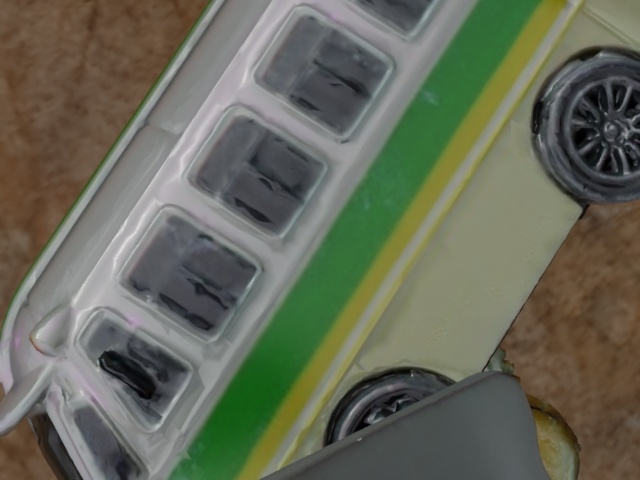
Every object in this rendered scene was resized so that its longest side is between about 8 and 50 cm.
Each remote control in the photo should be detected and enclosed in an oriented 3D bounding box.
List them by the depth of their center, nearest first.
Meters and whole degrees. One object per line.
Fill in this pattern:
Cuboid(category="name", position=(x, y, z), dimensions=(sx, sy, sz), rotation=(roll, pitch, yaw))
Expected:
Cuboid(category="remote control", position=(-0.012, 0.079, 0.357), dimensions=(0.027, 0.184, 0.050), rotation=(-12, 97, 51))

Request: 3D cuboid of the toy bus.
Cuboid(category="toy bus", position=(0.000, 0.000, 0.664), dimensions=(0.179, 0.143, 0.305), rotation=(33, 84, -8))

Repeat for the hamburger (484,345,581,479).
Cuboid(category="hamburger", position=(0.104, 0.151, 1.230), dimensions=(0.159, 0.131, 0.185), rotation=(12, 105, -10))
